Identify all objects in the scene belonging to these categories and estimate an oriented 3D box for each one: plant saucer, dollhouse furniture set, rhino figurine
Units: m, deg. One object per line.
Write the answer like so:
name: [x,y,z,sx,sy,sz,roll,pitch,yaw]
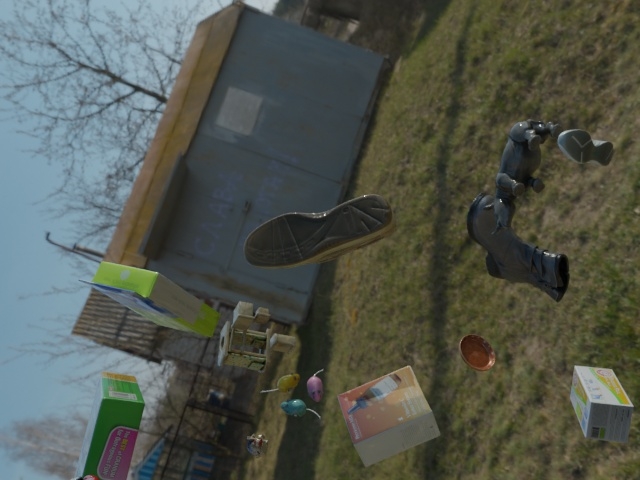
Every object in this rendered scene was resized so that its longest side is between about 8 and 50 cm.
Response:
plant saucer: [0.331,0.239,1.173,0.013,0.084,0.083,116,170,-48]
dollhouse furniture set: [-0.128,0.238,1.290,0.161,0.182,0.101,125,152,-45]
rhino figurine: [0.380,-0.120,1.072,0.106,0.073,0.243,-112,33,-64]

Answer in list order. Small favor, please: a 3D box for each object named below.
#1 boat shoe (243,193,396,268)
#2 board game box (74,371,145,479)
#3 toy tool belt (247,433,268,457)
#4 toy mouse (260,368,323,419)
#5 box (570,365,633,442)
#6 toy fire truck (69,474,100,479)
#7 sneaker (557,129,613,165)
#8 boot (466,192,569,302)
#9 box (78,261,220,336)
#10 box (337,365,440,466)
boat shoe: [0.000,0.000,1.215,0.110,0.341,0.121,48,-148,-63]
board game box: [-0.368,0.396,0.909,0.242,0.064,0.316,173,111,-68]
toy tool belt: [-0.159,0.493,1.328,0.083,0.051,0.052,77,-158,-54]
toy mouse: [-0.042,0.371,1.331,0.143,0.161,0.031,47,152,37]
box: [0.765,0.443,1.516,0.203,0.103,0.114,-49,-39,-71]
toy fire truck: [-0.324,0.316,0.603,0.135,0.192,0.047,-25,79,52]
sneaker: [0.449,-0.160,0.965,0.061,0.152,0.053,22,102,50]
boot: [0.526,0.015,1.429,0.223,0.338,0.118,24,72,46]
box: [-0.233,0.082,0.774,0.178,0.109,0.042,52,-128,-54]
box: [0.140,0.364,1.151,0.130,0.171,0.091,-114,1,-53]
